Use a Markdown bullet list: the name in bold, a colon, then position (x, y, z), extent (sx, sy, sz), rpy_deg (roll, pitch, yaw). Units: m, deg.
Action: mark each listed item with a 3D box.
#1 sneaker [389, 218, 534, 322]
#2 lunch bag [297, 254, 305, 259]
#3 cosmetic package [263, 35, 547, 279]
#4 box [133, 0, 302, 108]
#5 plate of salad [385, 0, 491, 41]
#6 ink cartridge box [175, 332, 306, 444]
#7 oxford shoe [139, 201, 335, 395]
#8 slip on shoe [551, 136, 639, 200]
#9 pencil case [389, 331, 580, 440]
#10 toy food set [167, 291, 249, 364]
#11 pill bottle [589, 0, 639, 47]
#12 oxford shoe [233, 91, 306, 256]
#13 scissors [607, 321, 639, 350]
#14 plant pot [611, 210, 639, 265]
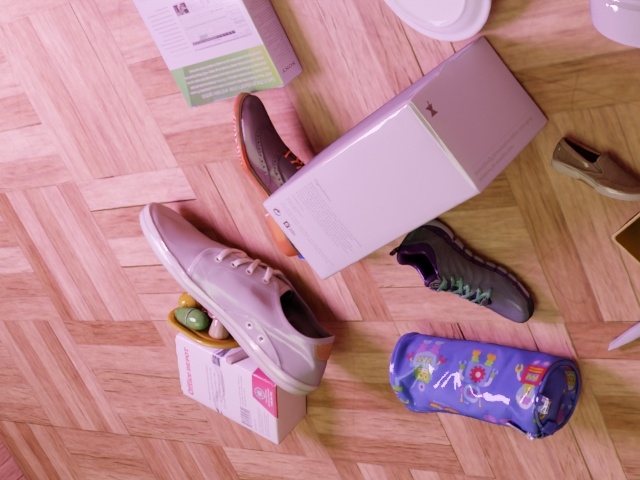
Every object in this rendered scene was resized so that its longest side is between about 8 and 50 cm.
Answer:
- **sneaker**: position (0.207, 0.065, 1.734), extent (0.223, 0.098, 0.083), rpy_deg (37, 141, 13)
- **lunch bag**: position (0.000, 0.000, 1.895), extent (0.098, 0.067, 0.065), rpy_deg (10, 128, 38)
- **cosmetic package**: position (0.106, -0.105, 1.604), extent (0.155, 0.197, 0.365), rpy_deg (52, 143, -6)
- **box**: position (-0.185, -0.365, 1.763), extent (0.232, 0.058, 0.322), rpy_deg (-5, 118, 45)
- **plate of salad**: position (0.139, -0.344, 1.484), extent (0.200, 0.048, 0.200), rpy_deg (34, 150, 23)
- **ink cartridge box**: position (-0.151, 0.258, 2.233), extent (0.237, 0.100, 0.172), rpy_deg (23, 136, 26)
- **oxford shoe**: position (-0.139, 0.077, 2.052), extent (0.449, 0.169, 0.130), rpy_deg (44, 108, 15)
- **slip on shoe**: position (0.361, -0.092, 1.498), extent (0.135, 0.051, 0.041), rpy_deg (30, 127, 30)
- **pencil case**: position (0.249, 0.224, 1.810), extent (0.306, 0.133, 0.119), rpy_deg (7, 160, 41)
- **toy food set**: position (-0.187, 0.140, 2.150), extent (0.218, 0.128, 0.071), rpy_deg (27, 118, 39)
- **pill bottle**: position (0.338, -0.402, 1.101), extent (0.229, 0.229, 0.408), rpy_deg (16, 132, 33)
- **oxford shoe**: position (-0.050, -0.108, 1.788), extent (0.098, 0.097, 0.271), rpy_deg (-13, 114, 27)
- **scissors**: position (0.485, 0.094, 1.561), extent (0.109, 0.021, 0.297), rpy_deg (35, 139, 12)
- **plant pot**: position (0.434, -0.016, 1.463), extent (0.081, 0.083, 0.081), rpy_deg (45, 142, 4)
